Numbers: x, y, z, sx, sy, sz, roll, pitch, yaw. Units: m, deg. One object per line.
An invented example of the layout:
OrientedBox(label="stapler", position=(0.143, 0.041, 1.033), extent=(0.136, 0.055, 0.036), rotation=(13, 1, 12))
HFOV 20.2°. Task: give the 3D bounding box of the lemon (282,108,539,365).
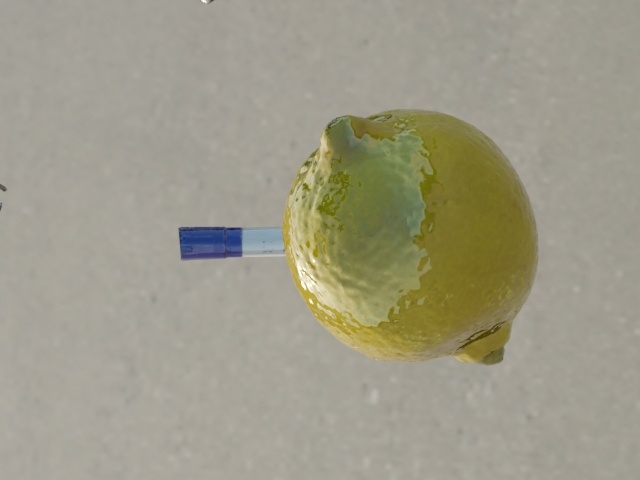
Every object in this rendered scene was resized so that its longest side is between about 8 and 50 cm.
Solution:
OrientedBox(label="lemon", position=(0.068, 0.000, 1.336), extent=(0.187, 0.244, 0.187), rotation=(-27, 34, 20))

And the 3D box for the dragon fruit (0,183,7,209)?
OrientedBox(label="dragon fruit", position=(-0.434, -0.014, 2.093), extent=(0.130, 0.121, 0.142), rotation=(32, 96, 36))

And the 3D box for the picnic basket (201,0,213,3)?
OrientedBox(label="picnic basket", position=(-0.136, -0.396, 2.190), extent=(0.128, 0.138, 0.178), rotation=(20, 139, 57))

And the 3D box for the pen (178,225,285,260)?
OrientedBox(label="pen", position=(0.000, 0.000, 1.689), extent=(0.033, 0.269, 0.033), rotation=(-1, -90, -90))
